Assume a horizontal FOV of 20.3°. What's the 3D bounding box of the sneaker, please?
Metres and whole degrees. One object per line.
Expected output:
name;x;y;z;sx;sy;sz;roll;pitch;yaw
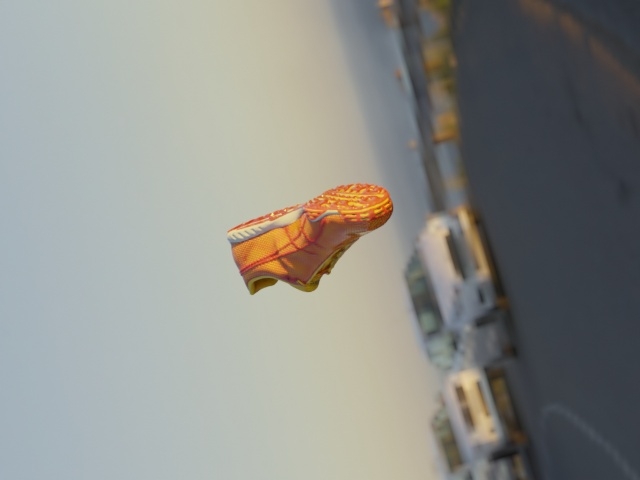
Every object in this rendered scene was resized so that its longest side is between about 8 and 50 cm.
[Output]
sneaker;0.000;0.000;1.337;0.175;0.064;0.067;-19;95;52
